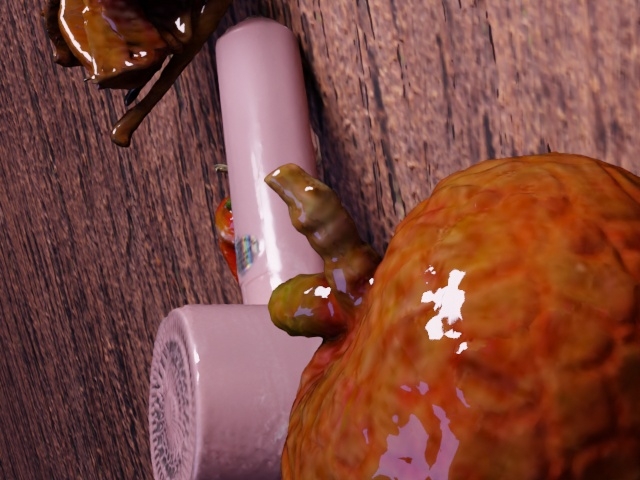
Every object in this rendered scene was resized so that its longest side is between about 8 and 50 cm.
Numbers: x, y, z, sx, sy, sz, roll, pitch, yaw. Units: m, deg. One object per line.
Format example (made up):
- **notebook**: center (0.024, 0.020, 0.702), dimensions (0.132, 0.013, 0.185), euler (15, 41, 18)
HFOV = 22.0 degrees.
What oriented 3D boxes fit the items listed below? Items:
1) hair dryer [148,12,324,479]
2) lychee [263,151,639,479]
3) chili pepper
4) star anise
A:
- **hair dryer**: center (0.000, 0.000, 1.020), dimensions (0.125, 0.210, 0.352), euler (119, 148, -57)
- **lychee**: center (0.087, 0.078, 0.791), dimensions (0.300, 0.255, 0.255), euler (26, 151, -5)
- **chili pepper**: center (-0.044, 0.011, 1.211), dimensions (0.059, 0.050, 0.191), euler (40, 156, 37)
- **star anise**: center (-0.117, -0.203, 1.090), dimensions (0.190, 0.126, 0.220), euler (59, 144, 40)
